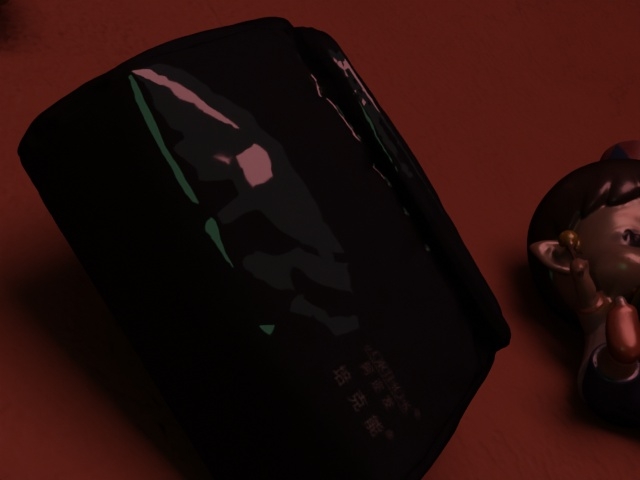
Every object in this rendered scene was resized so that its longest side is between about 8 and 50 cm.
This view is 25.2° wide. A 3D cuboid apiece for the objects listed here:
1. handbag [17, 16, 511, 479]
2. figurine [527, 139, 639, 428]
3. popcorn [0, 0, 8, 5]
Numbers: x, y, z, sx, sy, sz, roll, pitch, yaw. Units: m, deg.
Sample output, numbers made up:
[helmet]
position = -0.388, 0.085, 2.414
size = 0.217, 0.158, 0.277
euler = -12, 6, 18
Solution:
[handbag]
position = 0.002, -0.001, 0.885
size = 0.302, 0.178, 0.275
euler = 57, 39, -1
[figurine]
position = 0.252, 0.021, 1.145
size = 0.161, 0.158, 0.275
euler = 25, 32, -28
[popcorn]
position = -0.311, -0.277, 1.046
size = 0.253, 0.190, 0.191
euler = 21, 40, -24
